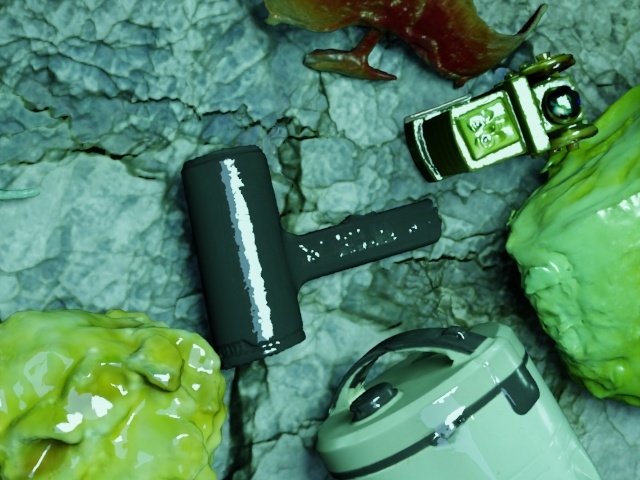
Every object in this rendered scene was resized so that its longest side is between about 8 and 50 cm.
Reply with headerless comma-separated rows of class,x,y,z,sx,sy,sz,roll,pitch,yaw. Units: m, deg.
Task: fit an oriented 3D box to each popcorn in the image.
popcorn,-0.227,0.171,1.005,0.286,0.174,0.225,6,93,-10

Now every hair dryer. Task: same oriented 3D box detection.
hair dryer,0.000,0.000,1.114,0.251,0.089,0.197,-12,87,-21

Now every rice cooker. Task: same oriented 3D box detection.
rice cooker,0.121,0.195,1.053,0.226,0.226,0.244,-35,95,-11

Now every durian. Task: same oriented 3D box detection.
durian,0.310,0.001,1.100,0.256,0.204,0.339,-27,116,4

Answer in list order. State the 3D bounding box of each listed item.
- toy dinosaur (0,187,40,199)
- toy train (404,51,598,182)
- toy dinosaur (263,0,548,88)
toy dinosaur,-0.456,-0.050,1.017,0.383,0.076,0.129,23,58,-16
toy train,0.163,-0.107,1.073,0.137,0.225,0.090,-20,92,-4
toy dinosaur,0.084,-0.243,1.106,0.327,0.206,0.113,-1,56,-8
